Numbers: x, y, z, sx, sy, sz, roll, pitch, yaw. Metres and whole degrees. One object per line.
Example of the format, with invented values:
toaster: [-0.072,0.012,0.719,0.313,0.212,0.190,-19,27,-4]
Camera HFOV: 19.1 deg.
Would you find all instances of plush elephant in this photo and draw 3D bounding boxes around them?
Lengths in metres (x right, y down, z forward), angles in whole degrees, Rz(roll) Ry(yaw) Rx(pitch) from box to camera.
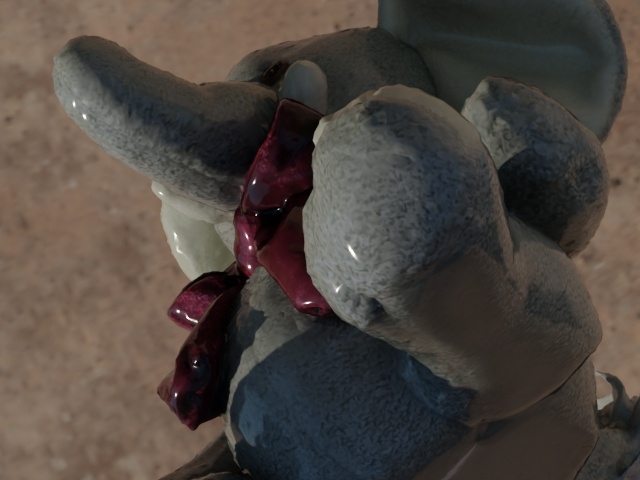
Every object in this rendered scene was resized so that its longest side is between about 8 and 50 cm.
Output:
plush elephant: [0.000,0.000,0.775,0.272,0.330,0.255,-51,53,26]
